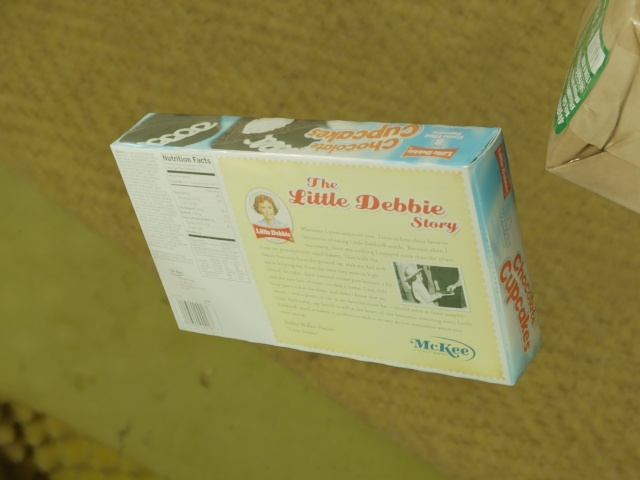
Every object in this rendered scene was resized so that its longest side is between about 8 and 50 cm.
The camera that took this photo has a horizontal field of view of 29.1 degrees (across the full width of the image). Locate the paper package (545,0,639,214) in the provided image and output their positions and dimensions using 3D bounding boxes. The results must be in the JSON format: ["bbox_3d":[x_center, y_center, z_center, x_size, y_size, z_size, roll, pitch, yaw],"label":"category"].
[{"bbox_3d":[0.392,-0.141,1.155,0.309,0.325,0.168,24,127,2],"label":"paper package"}]

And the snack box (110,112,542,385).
[{"bbox_3d":[0.000,0.000,0.947,0.321,0.060,0.187,7,127,33],"label":"snack box"}]
